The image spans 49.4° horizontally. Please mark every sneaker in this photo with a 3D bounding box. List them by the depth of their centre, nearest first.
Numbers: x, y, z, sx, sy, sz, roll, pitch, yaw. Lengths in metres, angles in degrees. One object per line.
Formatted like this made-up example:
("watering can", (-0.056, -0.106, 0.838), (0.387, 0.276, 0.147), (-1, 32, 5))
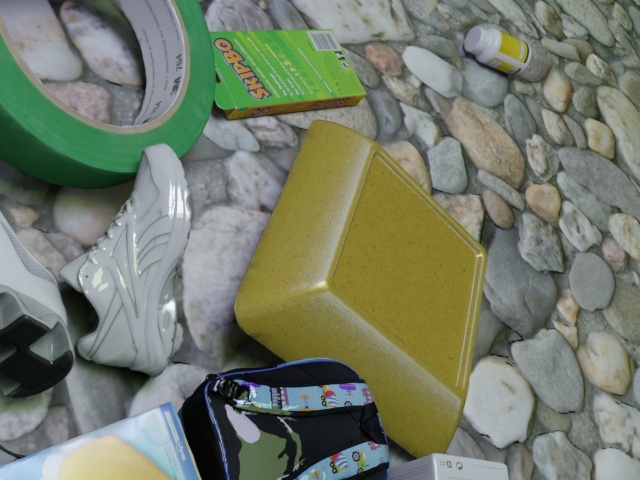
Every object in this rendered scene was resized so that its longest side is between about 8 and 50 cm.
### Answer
("sneaker", (-0.337, -0.005, 0.555), (0.330, 0.122, 0.146), (54, 9, -44))
("sneaker", (-0.191, 0.015, 0.679), (0.115, 0.090, 0.232), (8, 84, -19))

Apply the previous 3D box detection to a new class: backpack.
("backpack", (-0.029, 0.192, 0.647), (0.173, 0.117, 0.158), (-5, 67, -35))

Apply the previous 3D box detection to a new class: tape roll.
("tape roll", (-0.253, -0.218, 0.738), (0.321, 0.077, 0.321), (20, 63, -47))

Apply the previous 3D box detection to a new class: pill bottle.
("pill bottle", (0.324, -0.351, 1.280), (0.116, 0.065, 0.065), (13, 58, -28))

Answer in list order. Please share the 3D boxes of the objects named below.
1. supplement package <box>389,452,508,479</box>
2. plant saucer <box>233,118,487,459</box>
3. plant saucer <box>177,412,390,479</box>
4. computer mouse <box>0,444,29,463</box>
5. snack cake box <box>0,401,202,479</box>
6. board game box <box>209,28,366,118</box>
("supplement package", (0.136, 0.331, 0.737), (0.105, 0.105, 0.179), (16, 57, -26))
("plant saucer", (0.089, 0.043, 0.839), (0.333, 0.081, 0.332), (40, 46, -23))
("plant saucer", (-0.047, 0.270, 0.694), (0.278, 0.041, 0.278), (16, 56, -25))
("computer mouse", (-0.297, 0.166, 0.597), (0.242, 0.041, 0.071), (42, 32, -13))
("snack cake box", (-0.150, 0.281, 0.539), (0.152, 0.089, 0.264), (-16, 76, -34))
("board game box", (-0.061, -0.239, 0.981), (0.259, 0.039, 0.124), (-14, 72, -41))
